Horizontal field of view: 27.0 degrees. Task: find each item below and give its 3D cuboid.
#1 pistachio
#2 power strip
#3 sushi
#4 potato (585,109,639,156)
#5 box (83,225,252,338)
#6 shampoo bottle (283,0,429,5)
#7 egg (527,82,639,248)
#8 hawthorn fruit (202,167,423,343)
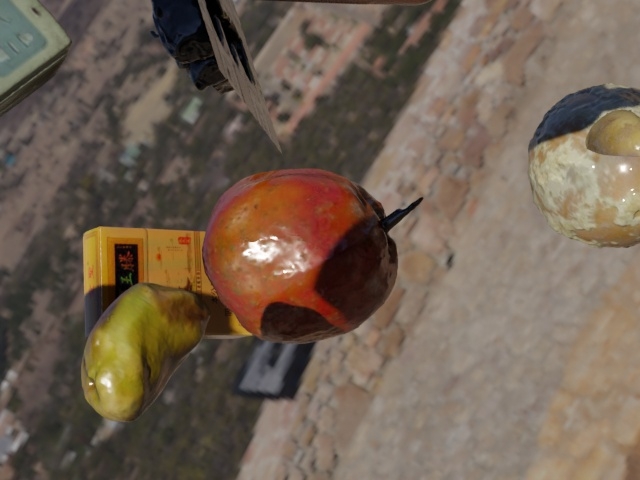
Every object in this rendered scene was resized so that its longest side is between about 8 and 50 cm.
[{"bbox_3d":[-0.194,0.112,1.394,0.110,0.100,0.189,-40,12,45],"label":"pistachio"},{"bbox_3d":[-0.275,-0.088,0.893,0.272,0.078,0.052,-44,4,-32],"label":"power strip"},{"bbox_3d":[-0.184,-0.294,1.954,0.100,0.373,0.296,-20,73,6],"label":"sushi"},{"bbox_3d":[0.255,-0.094,1.168,0.093,0.036,0.037,-154,55,-66],"label":"potato"},{"bbox_3d":[-0.245,0.073,2.162,0.076,0.274,0.174,-18,72,56],"label":"box"},{"bbox_3d":[0.042,-0.221,1.012,0.085,0.244,0.085,177,90,-72],"label":"shampoo bottle"},{"bbox_3d":[0.354,-0.088,1.603,0.203,0.203,0.245,-56,15,4],"label":"egg"},{"bbox_3d":[0.000,0.000,1.796,0.300,0.254,0.254,-30,34,14],"label":"hawthorn fruit"}]
